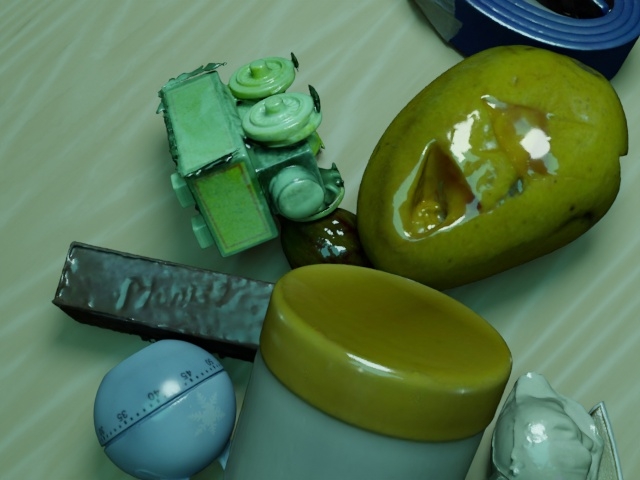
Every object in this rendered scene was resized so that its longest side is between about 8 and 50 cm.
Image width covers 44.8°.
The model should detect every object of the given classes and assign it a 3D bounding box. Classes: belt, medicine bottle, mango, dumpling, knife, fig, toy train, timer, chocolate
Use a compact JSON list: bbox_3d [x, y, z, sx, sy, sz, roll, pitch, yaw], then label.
[{"bbox_3d":[0.266,-0.345,1.046,0.347,0.117,0.212,42,78,14],"label":"belt"},{"bbox_3d":[0.040,0.172,0.773,0.238,0.238,0.231,21,109,11],"label":"medicine bottle"},{"bbox_3d":[0.198,-0.079,0.917,0.365,0.182,0.253,-38,84,-12],"label":"mango"},{"bbox_3d":[0.254,0.239,0.859,0.127,0.108,0.188,13,60,-1],"label":"dumpling"},{"bbox_3d":[0.321,0.309,0.871,0.046,0.022,0.256,-8,66,24],"label":"knife"},{"bbox_3d":[0.000,0.000,0.961,0.109,0.103,0.155,-20,54,-41],"label":"fig"},{"bbox_3d":[-0.086,-0.112,0.941,0.188,0.159,0.271,-22,40,-3],"label":"toy train"},{"bbox_3d":[-0.159,0.237,0.884,0.175,0.175,0.255,-17,101,-2],"label":"timer"},{"bbox_3d":[-0.155,0.077,0.938,0.321,0.112,0.111,12,76,8],"label":"chocolate"}]

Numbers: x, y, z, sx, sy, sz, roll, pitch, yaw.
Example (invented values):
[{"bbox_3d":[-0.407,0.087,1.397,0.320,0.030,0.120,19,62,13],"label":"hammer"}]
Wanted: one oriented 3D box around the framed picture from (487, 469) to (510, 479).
[{"bbox_3d":[0.211,0.356,0.812,0.203,0.015,0.150,40,95,-7],"label":"framed picture"}]
